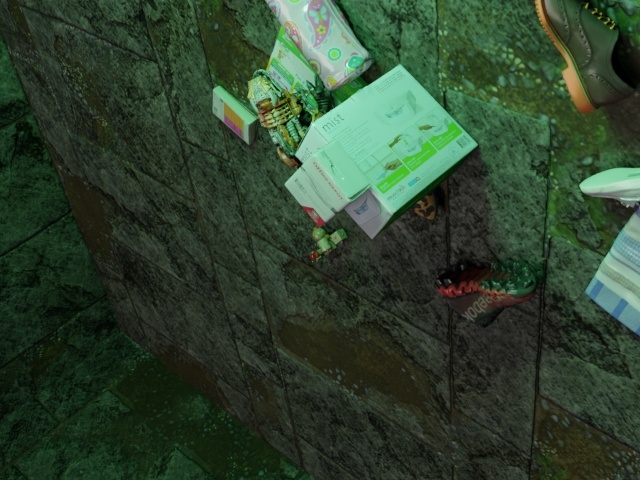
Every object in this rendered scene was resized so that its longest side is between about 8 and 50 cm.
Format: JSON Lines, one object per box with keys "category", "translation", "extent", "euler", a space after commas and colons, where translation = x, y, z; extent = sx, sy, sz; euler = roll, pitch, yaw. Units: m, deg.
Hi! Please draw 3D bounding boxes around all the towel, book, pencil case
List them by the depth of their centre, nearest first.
{"category": "towel", "translation": [0.598, 0.077, 1.484], "extent": [0.209, 0.034, 0.285], "euler": [41, 149, 21]}
{"category": "pencil case", "translation": [-0.011, -0.441, 1.680], "extent": [0.284, 0.124, 0.124], "euler": [56, 150, -5]}
{"category": "book", "translation": [-0.227, -0.324, 2.191], "extent": [0.144, 0.035, 0.096], "euler": [43, 152, 16]}

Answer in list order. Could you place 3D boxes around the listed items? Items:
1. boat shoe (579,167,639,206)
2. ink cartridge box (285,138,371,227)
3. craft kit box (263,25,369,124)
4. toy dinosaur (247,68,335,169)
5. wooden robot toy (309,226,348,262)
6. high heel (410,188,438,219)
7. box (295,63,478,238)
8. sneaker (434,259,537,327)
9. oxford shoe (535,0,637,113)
{"category": "boat shoe", "translation": [0.520, -0.085, 1.394], "extent": [0.184, 0.066, 0.063], "euler": [-7, 116, 46]}
{"category": "ink cartridge box", "translation": [0.012, -0.103, 1.540], "extent": [0.109, 0.063, 0.150], "euler": [52, 151, 0]}
{"category": "craft kit box", "translation": [-0.016, -0.332, 1.871], "extent": [0.250, 0.061, 0.246], "euler": [47, 152, 9]}
{"category": "toy dinosaur", "translation": [-0.052, -0.218, 1.725], "extent": [0.165, 0.218, 0.321], "euler": [-5, 130, 8]}
{"category": "wooden robot toy", "translation": [0.000, 0.000, 2.195], "extent": [0.079, 0.076, 0.173], "euler": [60, 151, 7]}
{"category": "high heel", "translation": [0.139, -0.099, 1.859], "extent": [0.261, 0.093, 0.186], "euler": [-23, 96, 50]}
{"category": "box", "translation": [0.128, -0.177, 1.628], "extent": [0.231, 0.262, 0.126], "euler": [47, 150, 7]}
{"category": "sneaker", "translation": [0.365, 0.118, 1.786], "extent": [0.276, 0.098, 0.135], "euler": [-6, 117, 59]}
{"category": "oxford shoe", "translation": [0.401, -0.330, 1.279], "extent": [0.098, 0.097, 0.271], "euler": [-14, 117, 37]}
